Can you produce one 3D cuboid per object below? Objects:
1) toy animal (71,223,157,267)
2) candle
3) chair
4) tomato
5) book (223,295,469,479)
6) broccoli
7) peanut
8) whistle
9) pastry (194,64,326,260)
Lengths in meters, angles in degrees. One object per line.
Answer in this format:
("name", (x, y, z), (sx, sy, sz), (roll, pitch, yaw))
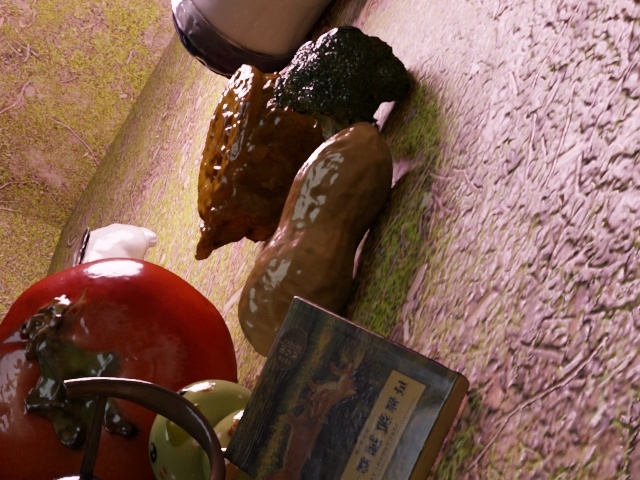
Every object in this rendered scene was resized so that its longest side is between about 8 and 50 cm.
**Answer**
("toy animal", (-0.382, 0.118, 2.160), (0.208, 0.154, 0.325), (148, 139, -72))
("candle", (-0.069, -0.410, 1.823), (0.342, 0.221, 0.221), (-48, 24, 38))
("chair", (-0.205, 0.277, 1.105), (0.166, 0.188, 0.272), (-20, -46, -56))
("tomato", (-0.245, 0.180, 1.450), (0.321, 0.321, 0.321), (-55, 20, 31))
("book", (0.014, 0.149, 1.011), (0.228, 0.024, 0.160), (22, 87, 53))
("broccoli", (0.025, -0.173, 1.374), (0.162, 0.145, 0.138), (-139, 41, -57))
("peanut", (0.000, 0.000, 1.257), (0.117, 0.101, 0.263), (16, 79, 48))
("whistle", (-0.083, 0.200, 1.172), (0.294, 0.141, 0.141), (-16, 52, 67))
("pastry", (-0.073, -0.108, 1.599), (0.240, 0.132, 0.235), (125, 152, -53))
